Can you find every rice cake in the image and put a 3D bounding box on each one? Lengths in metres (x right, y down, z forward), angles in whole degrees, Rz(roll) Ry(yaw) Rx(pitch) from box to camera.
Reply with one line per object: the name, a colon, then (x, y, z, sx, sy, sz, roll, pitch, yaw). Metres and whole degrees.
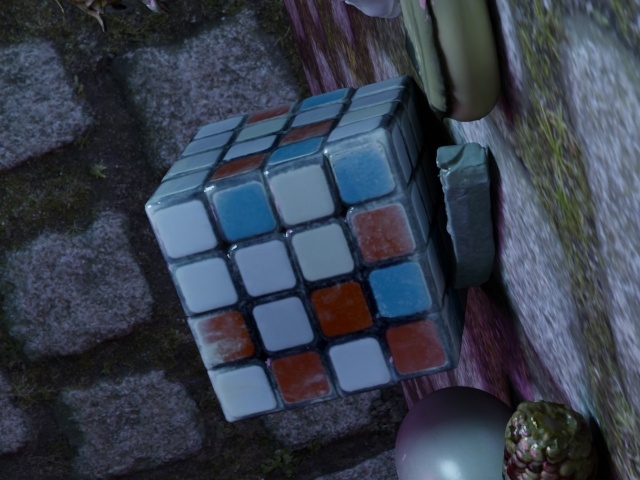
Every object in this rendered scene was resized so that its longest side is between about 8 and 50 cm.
rice cake: (0.133, -0.019, 1.215, 0.245, 0.045, 0.042, 72, -171, -64)

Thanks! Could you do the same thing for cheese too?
cheese: (0.079, -0.198, 0.922, 0.252, 0.054, 0.127, 75, 176, -53)

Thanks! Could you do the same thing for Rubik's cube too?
Rubik's cube: (0.000, 0.001, 1.380, 0.259, 0.253, 0.256, -72, -34, -68)

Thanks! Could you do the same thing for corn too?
corn: (0.195, 0.209, 1.139, 0.253, 0.086, 0.086, 77, 174, -53)

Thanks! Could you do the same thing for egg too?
egg: (0.162, 0.248, 1.450, 0.209, 0.151, 0.151, -115, 6, -57)

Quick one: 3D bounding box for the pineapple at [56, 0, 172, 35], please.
pineapple: (-0.208, -0.408, 1.460, 0.352, 0.300, 0.352, 50, 154, 36)

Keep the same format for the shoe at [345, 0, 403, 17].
shoe: (0.022, -0.255, 1.173, 0.265, 0.110, 0.095, 93, 157, -78)
